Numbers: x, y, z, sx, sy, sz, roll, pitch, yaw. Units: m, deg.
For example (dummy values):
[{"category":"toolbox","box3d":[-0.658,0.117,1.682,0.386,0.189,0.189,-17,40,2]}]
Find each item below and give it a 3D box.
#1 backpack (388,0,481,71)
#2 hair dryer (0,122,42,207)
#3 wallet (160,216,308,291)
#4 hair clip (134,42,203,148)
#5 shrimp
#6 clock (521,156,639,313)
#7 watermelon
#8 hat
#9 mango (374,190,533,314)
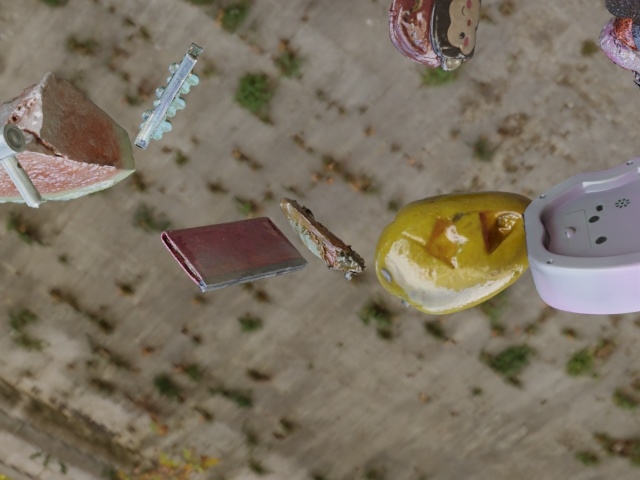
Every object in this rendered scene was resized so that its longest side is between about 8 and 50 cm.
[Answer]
[{"category":"backpack","box3d":[0.249,-0.492,2.375,0.229,0.229,0.139,30,178,-28]},{"category":"hair dryer","box3d":[-0.461,-0.102,1.594,0.137,0.082,0.047,61,-153,-22]},{"category":"wallet","box3d":[-0.131,0.016,1.659,0.232,0.025,0.119,-10,-128,-50]},{"category":"hair clip","box3d":[-0.205,-0.197,1.476,0.049,0.173,0.049,27,-150,-17]},{"category":"shrimp","box3d":[0.000,0.000,1.423,0.184,0.043,0.091,41,171,38]},{"category":"clock","box3d":[0.522,-0.012,1.882,0.338,0.339,0.102,-95,-18,-58]},{"category":"watermelon","box3d":[-0.486,-0.151,1.848,0.310,0.231,0.193,3,-126,3]},{"category":"hat","box3d":[0.579,-0.390,1.873,0.129,0.227,0.140,2,-126,-10]},{"category":"mango","box3d":[0.288,0.014,2.210,0.182,0.365,0.253,38,-146,-66]}]
